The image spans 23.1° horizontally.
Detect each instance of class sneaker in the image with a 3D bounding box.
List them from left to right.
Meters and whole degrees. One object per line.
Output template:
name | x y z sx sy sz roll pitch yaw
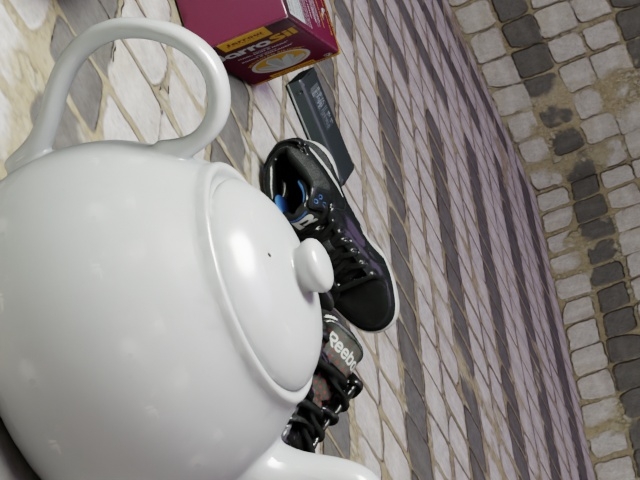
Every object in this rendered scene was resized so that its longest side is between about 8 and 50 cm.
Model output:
sneaker | -0.033 0.119 1.146 0.276 0.135 0.097 -93 160 -46
sneaker | 0.000 0.000 1.577 0.217 0.079 0.121 63 16 6

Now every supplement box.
supplement box | -0.061 -0.222 1.569 0.188 0.104 0.081 14 57 -73

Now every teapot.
teapot | -0.084 0.036 0.957 0.256 0.187 0.252 52 22 -50

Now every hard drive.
hard drive | 0.002 -0.133 1.855 0.094 0.022 0.135 -59 128 -72
